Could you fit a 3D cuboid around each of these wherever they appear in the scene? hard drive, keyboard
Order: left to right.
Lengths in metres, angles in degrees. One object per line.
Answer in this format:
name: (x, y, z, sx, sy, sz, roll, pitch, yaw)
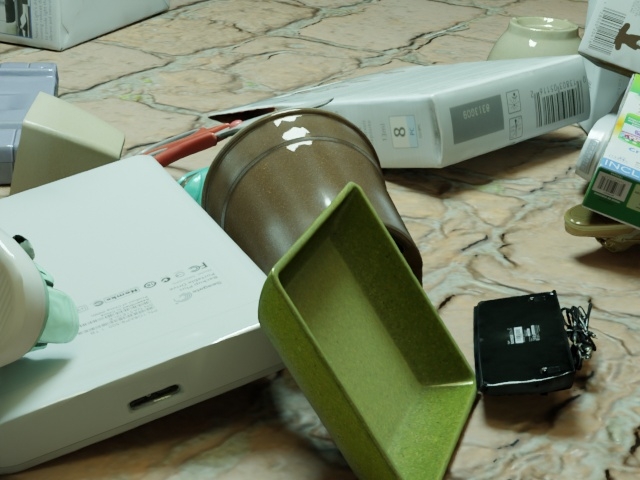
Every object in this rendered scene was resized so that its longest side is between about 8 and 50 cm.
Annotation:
hard drive: (-0.186, 0.037, 0.949, 0.233, 0.047, 0.353, -20, 30, -18)
keyboard: (0.173, 0.089, 0.950, 0.100, 0.038, 0.192, -8, 16, 10)

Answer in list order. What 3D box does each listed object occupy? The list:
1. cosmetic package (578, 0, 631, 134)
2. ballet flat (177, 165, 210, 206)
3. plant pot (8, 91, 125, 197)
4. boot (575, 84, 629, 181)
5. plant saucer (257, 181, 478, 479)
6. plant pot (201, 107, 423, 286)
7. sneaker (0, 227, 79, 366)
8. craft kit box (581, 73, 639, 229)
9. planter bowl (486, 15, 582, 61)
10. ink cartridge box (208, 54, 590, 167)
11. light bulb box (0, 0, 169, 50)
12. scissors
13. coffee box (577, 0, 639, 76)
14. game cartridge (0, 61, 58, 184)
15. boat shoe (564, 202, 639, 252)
cosmetic package: (0.490, -0.318, 1.505, 0.284, 0.377, 0.097, 2, 23, -4)
ballet flat: (-0.067, -0.053, 1.214, 0.087, 0.083, 0.247, 34, 30, 9)
plant pot: (-0.252, -0.074, 1.198, 0.096, 0.109, 0.109, 13, 21, -9)
boot: (0.388, -0.107, 1.389, 0.123, 0.095, 0.258, 25, 31, 17)
plant saucer: (0.029, 0.073, 0.825, 0.045, 0.188, 0.188, -27, 10, 26)
plant pot: (0.000, 0.000, 0.989, 0.166, 0.167, 0.165, -5, 32, -18)
sneaker: (-0.197, 0.032, 0.745, 0.151, 0.094, 0.255, 12, -4, -40)
craft kit box: (0.405, -0.061, 1.192, 0.249, 0.061, 0.247, 23, 37, 11)
planter bowl: (0.310, -0.255, 1.679, 0.162, 0.109, 0.162, 3, 23, -1)
ink cartridge box: (0.095, -0.159, 1.507, 0.385, 0.091, 0.308, 1, 16, 45)
light bulb box: (-0.488, -0.478, 1.966, 0.360, 0.225, 0.358, 12, 25, 18)
scissors: (-0.096, -0.119, 1.252, 0.297, 0.021, 0.109, -19, 14, 29)
coffee box: (0.434, -0.209, 1.352, 0.246, 0.098, 0.141, 24, 11, 19)
game cartridge: (-0.431, -0.149, 1.406, 0.230, 0.068, 0.355, 2, 22, -12)
boat shoe: (0.297, -0.011, 1.178, 0.135, 0.045, 0.050, -3, 31, -24)
